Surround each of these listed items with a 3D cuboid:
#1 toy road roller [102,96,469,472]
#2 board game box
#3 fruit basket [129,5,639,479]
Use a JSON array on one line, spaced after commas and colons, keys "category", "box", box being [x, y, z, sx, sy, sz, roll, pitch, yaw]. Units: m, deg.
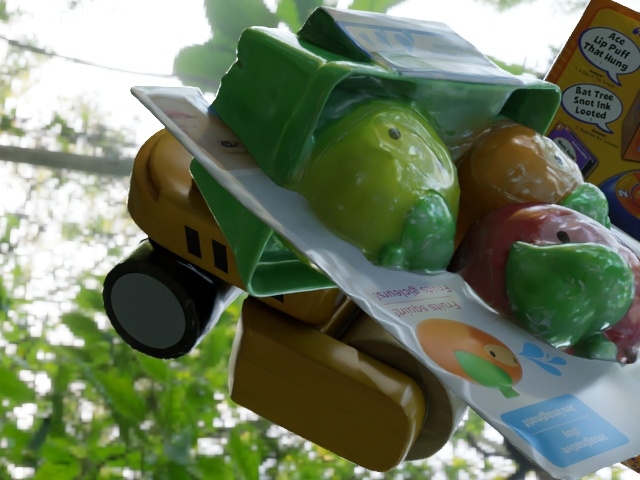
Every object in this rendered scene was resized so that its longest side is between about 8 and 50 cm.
[{"category": "toy road roller", "box": [0.000, 0.000, 0.980, 0.330, 0.202, 0.240, 27, -52, 12]}, {"category": "board game box", "box": [0.363, 0.019, 1.377, 0.356, 0.357, 0.356, -58, 166, -18]}, {"category": "fruit basket", "box": [0.107, -0.009, 0.733, 0.353, 0.327, 0.165, 35, -64, 37]}]
